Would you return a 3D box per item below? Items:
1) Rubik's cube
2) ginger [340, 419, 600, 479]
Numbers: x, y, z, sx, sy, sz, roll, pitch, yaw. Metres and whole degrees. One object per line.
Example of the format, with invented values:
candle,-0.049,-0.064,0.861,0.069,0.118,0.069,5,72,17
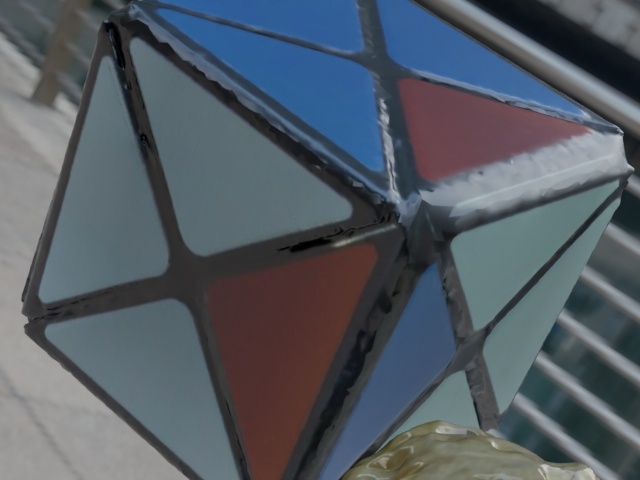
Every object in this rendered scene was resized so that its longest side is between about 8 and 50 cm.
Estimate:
Rubik's cube,0.000,0.000,0.951,0.248,0.250,0.246,40,34,27
ginger,0.047,0.237,0.601,0.126,0.190,0.354,50,29,-51
